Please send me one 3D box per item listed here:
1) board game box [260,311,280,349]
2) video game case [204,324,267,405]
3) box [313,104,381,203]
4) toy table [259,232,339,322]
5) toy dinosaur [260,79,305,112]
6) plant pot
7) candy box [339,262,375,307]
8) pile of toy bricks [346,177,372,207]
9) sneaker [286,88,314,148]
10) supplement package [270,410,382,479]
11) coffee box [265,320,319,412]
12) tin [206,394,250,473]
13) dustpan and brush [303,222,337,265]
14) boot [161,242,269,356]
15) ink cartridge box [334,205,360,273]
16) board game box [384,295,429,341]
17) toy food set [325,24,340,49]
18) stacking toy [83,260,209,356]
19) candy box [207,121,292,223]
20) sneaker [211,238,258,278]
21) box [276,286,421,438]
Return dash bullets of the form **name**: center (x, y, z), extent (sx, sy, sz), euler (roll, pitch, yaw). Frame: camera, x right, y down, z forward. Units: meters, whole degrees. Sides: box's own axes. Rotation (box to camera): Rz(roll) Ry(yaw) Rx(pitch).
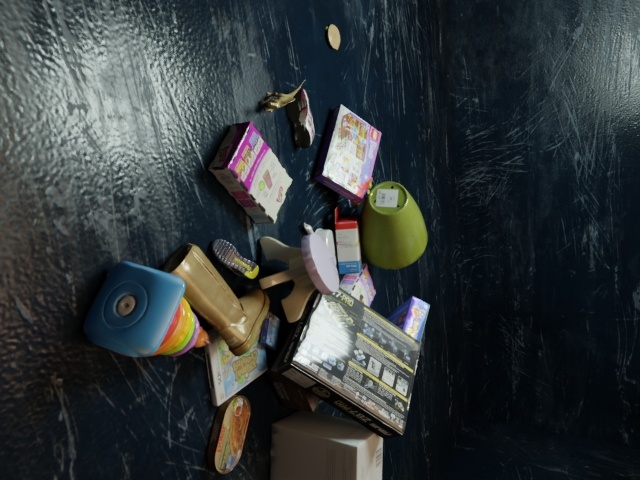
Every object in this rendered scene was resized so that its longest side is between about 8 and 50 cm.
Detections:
- **board game box**: center (-0.142, 0.260, 1.340), extent (0.090, 0.020, 0.090), euler (61, 32, -61)
- **video game case**: center (-0.219, 0.300, 1.237), extent (0.212, 0.023, 0.193), euler (-23, 111, -57)
- **box**: center (0.100, -0.302, 1.646), extent (0.201, 0.057, 0.293), euler (27, 66, -29)
- **toy table**: center (-0.058, 0.084, 1.295), extent (0.274, 0.161, 0.252), euler (35, 35, -70)
- **toy dinosaur**: center (-0.109, -0.398, 1.325), extent (0.183, 0.093, 0.053), euler (-53, 135, -44)
- **plant pot**: center (0.254, -0.077, 1.709), extent (0.293, 0.275, 0.274), euler (68, 35, -61)
- **candy box**: center (0.133, 0.210, 1.786), extent (0.196, 0.070, 0.164), euler (-57, 137, -43)
- **pile of toy bricks**: center (0.150, -0.218, 1.759), extent (0.118, 0.105, 0.212), euler (-41, 125, -51)
- **sneaker**: center (-0.057, -0.382, 1.456), extent (0.077, 0.072, 0.178), euler (-55, 145, -60)
- **supplement package**: center (0.017, 0.635, 1.388), extent (0.175, 0.293, 0.177), euler (3, 88, -59)
- **coffee box**: center (-0.033, 0.358, 1.462), extent (0.297, 0.119, 0.168), euler (-52, 133, -46)
- **tin**: center (-0.237, 0.496, 1.205), extent (0.106, 0.040, 0.189), euler (41, 56, -57)
- **dustpan and brush**: center (0.000, 0.000, 1.571), extent (0.211, 0.061, 0.147), euler (63, 26, -53)
- **boot**: center (-0.237, 0.110, 1.118), extent (0.269, 0.089, 0.236), euler (56, 17, -23)
- **ink cartridge box**: center (0.100, -0.008, 1.674), extent (0.134, 0.078, 0.230), euler (-58, 144, -76)
- **board game box**: center (0.284, 0.392, 1.832), extent (0.233, 0.078, 0.347), euler (-65, -175, -34)
- **toy food set**: center (0.045, -0.718, 1.642), extent (0.083, 0.020, 0.082), euler (-25, 112, -56)
- **stacking toy**: center (-0.318, 0.178, 0.973), extent (0.302, 0.175, 0.165), euler (60, 46, -62)
- **candy box**: center (-0.178, -0.174, 1.239), extent (0.233, 0.071, 0.159), euler (54, 47, -45)
- **sneaker**: center (-0.227, 0.051, 1.191), extent (0.144, 0.059, 0.053), euler (44, 64, -28)
- **box**: center (0.101, 0.340, 1.376), extent (0.395, 0.097, 0.318), euler (35, 48, -13)
